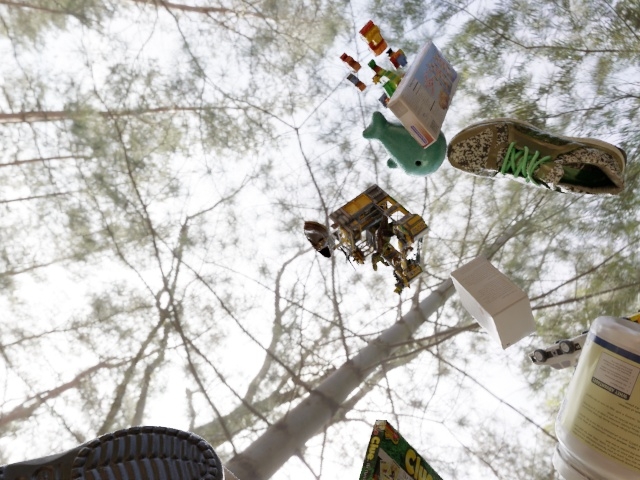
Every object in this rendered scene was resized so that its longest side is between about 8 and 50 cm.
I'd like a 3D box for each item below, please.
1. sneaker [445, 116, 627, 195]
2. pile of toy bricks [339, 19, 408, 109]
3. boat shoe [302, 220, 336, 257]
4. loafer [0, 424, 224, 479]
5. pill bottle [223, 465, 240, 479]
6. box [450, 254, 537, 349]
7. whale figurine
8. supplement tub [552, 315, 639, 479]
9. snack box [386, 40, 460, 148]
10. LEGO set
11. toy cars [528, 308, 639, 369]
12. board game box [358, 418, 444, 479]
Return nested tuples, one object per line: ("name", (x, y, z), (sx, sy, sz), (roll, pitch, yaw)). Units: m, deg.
("sneaker", (0.499, -0.182, 1.067), (0.411, 0.182, 0.157), (9, -64, 12))
("pile of toy bricks", (0.139, -0.322, 0.930), (0.118, 0.212, 0.105), (-46, -132, 8))
("boat shoe", (0.000, 0.000, 1.495), (0.073, 0.207, 0.072), (2, -109, 26))
("loafer", (-0.317, 0.353, 0.620), (0.133, 0.367, 0.129), (-125, -142, -57))
("pill bottle", (-0.240, 0.516, 0.793), (0.153, 0.264, 0.153), (30, -31, 20))
("box", (0.395, 0.139, 1.068), (0.130, 0.091, 0.170), (59, -1, -36))
("whale figurine", (0.265, -0.299, 1.460), (0.272, 0.141, 0.216), (25, -48, -10))
("supplement tub", (0.613, 0.336, 0.908), (0.236, 0.236, 0.324), (21, -82, 33))
("snack box", (0.129, -0.181, 0.556), (0.064, 0.178, 0.022), (44, -46, -15))
("LEGO set", (0.144, 0.025, 1.266), (0.255, 0.192, 0.331), (49, -16, 23))
("toy cars", (0.717, 0.245, 1.141), (0.394, 0.177, 0.087), (-29, -111, 22))
("board game box", (0.152, 0.433, 0.788), (0.030, 0.136, 0.259), (-19, -57, 36))
